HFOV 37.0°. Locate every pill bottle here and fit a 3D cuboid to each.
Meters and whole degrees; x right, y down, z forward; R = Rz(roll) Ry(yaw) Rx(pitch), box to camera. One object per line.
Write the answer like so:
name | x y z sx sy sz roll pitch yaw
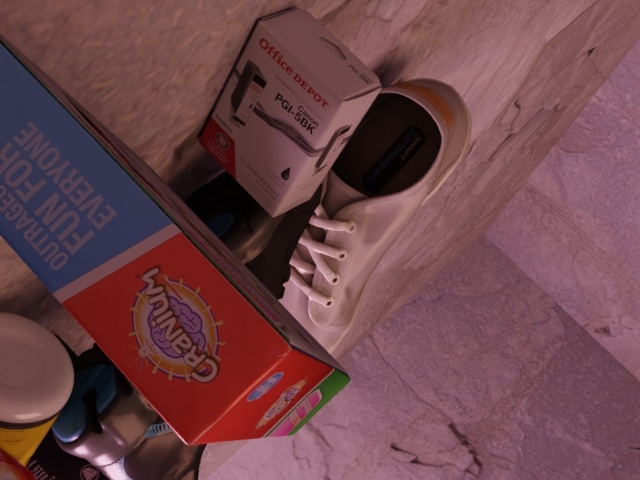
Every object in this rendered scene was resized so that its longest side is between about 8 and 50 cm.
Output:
pill bottle | -0.278 0.150 0.766 0.184 0.103 0.103 -52 166 31

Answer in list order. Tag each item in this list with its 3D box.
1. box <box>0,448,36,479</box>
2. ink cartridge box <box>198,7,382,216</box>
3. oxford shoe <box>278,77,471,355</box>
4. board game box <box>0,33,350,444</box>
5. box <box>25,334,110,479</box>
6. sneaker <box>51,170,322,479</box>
box | -0.323 0.250 0.659 0.256 0.128 0.123 -28 142 -3
ink cartridge box | -0.028 -0.102 0.775 0.056 0.099 0.135 -30 160 -47
oxford shoe | 0.000 0.000 1.075 0.449 0.169 0.130 -53 166 8
board game box | -0.098 0.013 0.587 0.064 0.242 0.316 -44 167 -3
box | -0.283 0.242 0.906 0.247 0.163 0.142 -42 166 -16
sneaker | -0.095 0.066 0.861 0.125 0.140 0.341 10 -122 49
